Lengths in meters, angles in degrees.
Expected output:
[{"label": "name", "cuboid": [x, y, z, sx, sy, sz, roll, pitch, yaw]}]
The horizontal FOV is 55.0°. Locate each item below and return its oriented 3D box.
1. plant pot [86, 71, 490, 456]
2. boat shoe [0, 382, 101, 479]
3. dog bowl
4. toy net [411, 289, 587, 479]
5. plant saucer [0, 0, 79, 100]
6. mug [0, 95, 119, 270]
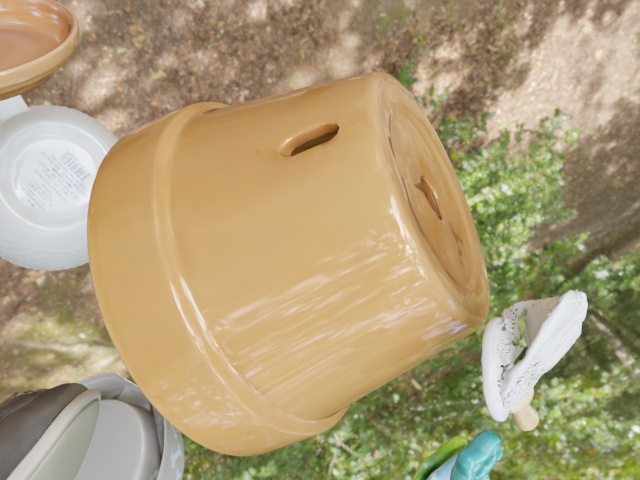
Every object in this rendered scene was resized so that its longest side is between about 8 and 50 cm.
[{"label": "plant pot", "cuboid": [0.000, 0.000, 0.487, 0.204, 0.290, 0.291, -23, 167, 24]}, {"label": "boat shoe", "cuboid": [-0.219, 0.156, 0.348, 0.335, 0.096, 0.112, -98, -153, -81]}, {"label": "dog bowl", "cuboid": [-0.402, 0.418, 1.108, 0.349, 0.348, 0.102, -32, 137, 2]}, {"label": "toy net", "cuboid": [0.092, 0.120, 0.388, 0.122, 0.045, 0.232, -15, 130, -37]}, {"label": "plant saucer", "cuboid": [-0.325, -0.176, 0.568, 0.200, 0.200, 0.037, -23, 137, -25]}, {"label": "mug", "cuboid": [-0.470, -0.128, 1.017, 0.276, 0.374, 0.328, -33, -168, -23]}]
